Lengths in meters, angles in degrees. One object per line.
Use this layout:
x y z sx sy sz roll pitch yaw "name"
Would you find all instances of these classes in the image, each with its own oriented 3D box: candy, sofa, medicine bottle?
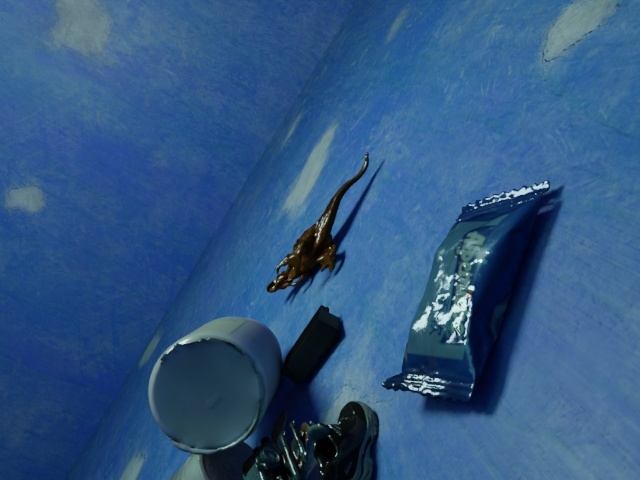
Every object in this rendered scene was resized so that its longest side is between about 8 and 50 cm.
0.202 0.066 0.959 0.187 0.077 0.331 -13 50 58 "candy"
-0.014 0.211 1.377 0.147 0.060 0.085 -57 5 16 "sofa"
-0.186 0.263 1.353 0.213 0.214 0.379 -59 -3 3 "medicine bottle"
-0.230 0.508 1.319 0.254 0.152 0.152 -53 18 26 "medicine bottle"

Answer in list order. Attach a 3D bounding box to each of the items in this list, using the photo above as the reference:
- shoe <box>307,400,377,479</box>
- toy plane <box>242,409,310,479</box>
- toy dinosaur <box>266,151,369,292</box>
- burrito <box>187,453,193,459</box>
0.026 0.299 1.026 0.071 0.100 0.169 -52 18 32 "shoe"
-0.072 0.423 1.093 0.222 0.104 0.326 -55 18 14 "toy plane"
0.000 0.000 1.617 0.432 0.097 0.208 -50 10 19 "toy dinosaur"
-0.265 0.475 1.660 0.188 0.045 0.058 -58 24 -1 "burrito"
